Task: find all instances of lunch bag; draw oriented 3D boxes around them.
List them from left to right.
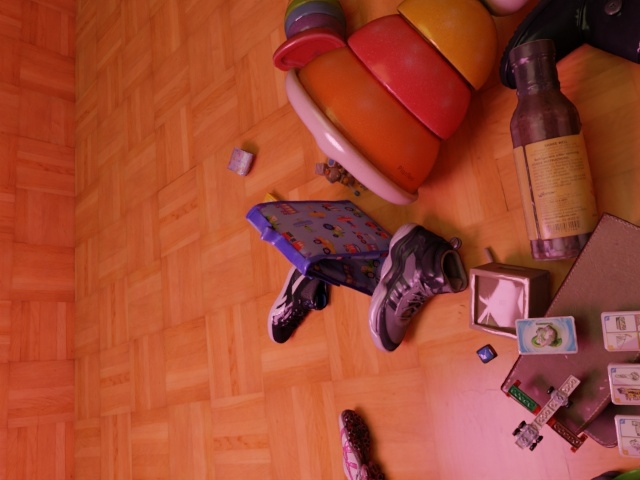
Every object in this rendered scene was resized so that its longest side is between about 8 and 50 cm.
[{"bbox_3d":[-0.226,-0.225,1.558,0.083,0.053,0.071,29,102,54],"label":"lunch bag"},{"bbox_3d":[0.000,0.000,1.122,0.221,0.293,0.138,44,114,40],"label":"lunch bag"}]

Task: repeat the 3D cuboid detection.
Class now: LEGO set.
[{"bbox_3d":[0.341,0.192,0.728,0.244,0.060,0.182,-9,79,29],"label":"LEGO set"}]

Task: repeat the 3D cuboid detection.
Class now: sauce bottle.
[{"bbox_3d":[0.368,-0.143,0.863,0.111,0.111,0.344,-8,91,44],"label":"sauce bottle"}]

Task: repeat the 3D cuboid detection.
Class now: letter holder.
[{"bbox_3d":[0.443,0.147,0.759,0.214,0.152,0.301,37,109,40],"label":"letter holder"}]

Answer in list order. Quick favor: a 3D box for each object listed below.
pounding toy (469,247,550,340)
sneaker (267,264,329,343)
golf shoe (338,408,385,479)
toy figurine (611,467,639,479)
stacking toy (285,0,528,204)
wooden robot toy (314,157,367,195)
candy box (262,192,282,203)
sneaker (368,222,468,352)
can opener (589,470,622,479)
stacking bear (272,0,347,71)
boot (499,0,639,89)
[{"bbox_3d":[0.322,0.090,0.941,0.141,0.100,0.130,9,104,48],"label":"pounding toy"},{"bbox_3d":[-0.050,0.167,1.297,0.121,0.079,0.216,26,101,46],"label":"sneaker"},{"bbox_3d":[0.069,0.456,1.140,0.086,0.067,0.186,-38,58,36],"label":"golf shoe"},{"bbox_3d":[0.496,0.366,0.692,0.173,0.130,0.159,-31,71,19],"label":"toy figurine"},{"bbox_3d":[0.203,-0.332,0.990,0.480,0.351,0.350,-43,55,18],"label":"stacking toy"},{"bbox_3d":[0.038,-0.164,1.263,0.173,0.079,0.076,31,106,43],"label":"wooden robot toy"},{"bbox_3d":[-0.102,-0.036,1.420,0.206,0.027,0.105,40,108,41],"label":"candy box"},{"bbox_3d":[0.191,0.104,1.049,0.153,0.101,0.268,17,93,48],"label":"sneaker"},{"bbox_3d":[0.456,0.471,0.745,0.093,0.074,0.280,-40,57,34],"label":"can opener"},{"bbox_3d":[-0.020,-0.560,1.340,0.164,0.175,0.289,-29,57,41],"label":"stacking bear"},{"bbox_3d":[0.438,-0.329,0.877,0.246,0.094,0.207,-55,46,16],"label":"boot"}]
